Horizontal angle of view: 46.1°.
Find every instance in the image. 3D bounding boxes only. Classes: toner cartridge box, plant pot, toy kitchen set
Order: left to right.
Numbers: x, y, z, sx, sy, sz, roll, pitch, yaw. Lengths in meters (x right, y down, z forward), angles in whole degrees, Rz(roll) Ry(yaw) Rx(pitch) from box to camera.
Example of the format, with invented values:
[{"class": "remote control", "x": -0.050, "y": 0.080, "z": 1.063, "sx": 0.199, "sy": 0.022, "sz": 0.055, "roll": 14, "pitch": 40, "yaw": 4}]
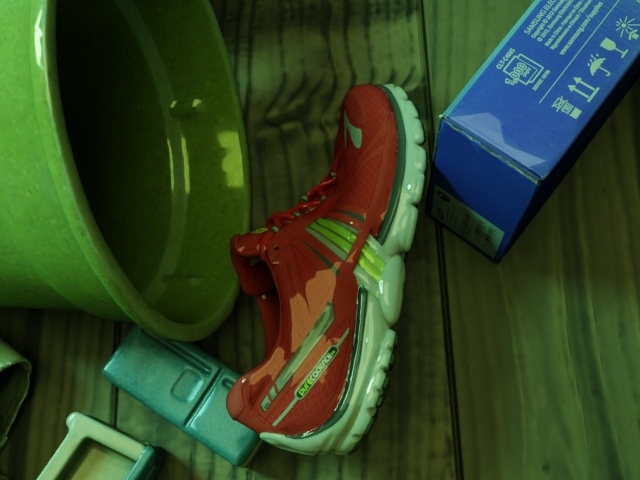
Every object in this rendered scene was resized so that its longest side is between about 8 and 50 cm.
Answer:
[{"class": "plant pot", "x": -0.211, "y": -0.059, "z": 0.502, "sx": 0.254, "sy": 0.276, "sz": 0.275, "roll": -7, "pitch": 72, "yaw": 13}, {"class": "toy kitchen set", "x": -0.131, "y": 0.152, "z": 0.460, "sx": 0.122, "sy": 0.166, "sz": 0.207, "roll": 30, "pitch": 77, "yaw": 10}, {"class": "toner cartridge box", "x": 0.208, "y": -0.157, "z": 0.540, "sx": 0.075, "sy": 0.165, "sz": 0.347, "roll": 36, "pitch": 77, "yaw": 13}]

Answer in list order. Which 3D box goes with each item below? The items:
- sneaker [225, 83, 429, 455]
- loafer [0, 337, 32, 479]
[{"class": "sneaker", "x": 0.000, "y": 0.000, "z": 0.513, "sx": 0.119, "sy": 0.107, "sz": 0.278, "roll": 14, "pitch": 64, "yaw": -6}, {"class": "loafer", "x": -0.266, "y": 0.177, "z": 0.495, "sx": 0.092, "sy": 0.102, "sz": 0.268, "roll": 5, "pitch": 72, "yaw": 11}]
